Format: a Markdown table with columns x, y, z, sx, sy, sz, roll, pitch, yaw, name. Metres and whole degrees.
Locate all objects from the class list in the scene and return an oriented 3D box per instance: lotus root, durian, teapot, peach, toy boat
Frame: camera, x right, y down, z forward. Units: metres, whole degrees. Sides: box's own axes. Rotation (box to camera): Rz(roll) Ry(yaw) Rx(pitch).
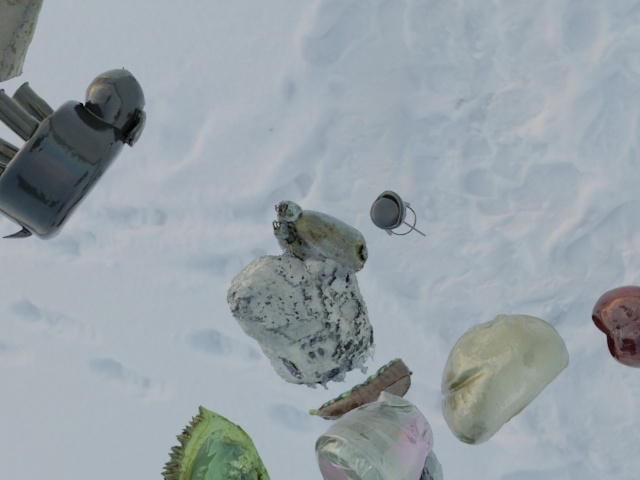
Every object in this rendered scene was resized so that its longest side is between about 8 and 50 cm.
| x | y | z | sx | sy | sz | roll | pitch | yaw | name |
| --- | --- | --- | --- | --- | --- | --- | --- | --- | --- |
| -0.002 | 0.002 | 0.774 | 0.088 | 0.165 | 0.088 | -24 | 54 | 38 | lotus root |
| -0.167 | 0.504 | 1.061 | 0.394 | 0.198 | 0.163 | 54 | 143 | 10 | durian |
| 0.119 | 0.362 | 0.962 | 0.221 | 0.178 | 0.163 | 46 | 142 | 16 | teapot |
| 0.580 | 0.149 | 1.078 | 0.152 | 0.152 | 0.151 | 10 | 109 | 31 | peach |
| 0.118 | 0.397 | 1.502 | 0.099 | 0.293 | 0.108 | 29 | 135 | 55 | toy boat |

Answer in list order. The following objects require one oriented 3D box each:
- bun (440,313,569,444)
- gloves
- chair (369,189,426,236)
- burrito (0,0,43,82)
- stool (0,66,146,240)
| x | y | z | sx | sy | sz | roll | pitch | yaw | name |
| --- | --- | --- | --- | --- | --- | --- | --- | --- | --- |
| 0.419 | 0.317 | 1.430 | 0.219 | 0.365 | 0.365 | 46 | 124 | 27 | bun |
| -0.012 | 0.072 | 0.538 | 0.115 | 0.070 | 0.153 | -23 | 123 | 14 | gloves |
| 0.188 | -0.056 | 1.490 | 0.095 | 0.221 | 0.104 | -31 | 70 | 13 | chair |
| -0.228 | -0.199 | 0.411 | 0.060 | 0.087 | 0.225 | 46 | 115 | 40 | burrito |
| -0.313 | -0.112 | 0.695 | 0.139 | 0.227 | 0.153 | 38 | 147 | -20 | stool |
